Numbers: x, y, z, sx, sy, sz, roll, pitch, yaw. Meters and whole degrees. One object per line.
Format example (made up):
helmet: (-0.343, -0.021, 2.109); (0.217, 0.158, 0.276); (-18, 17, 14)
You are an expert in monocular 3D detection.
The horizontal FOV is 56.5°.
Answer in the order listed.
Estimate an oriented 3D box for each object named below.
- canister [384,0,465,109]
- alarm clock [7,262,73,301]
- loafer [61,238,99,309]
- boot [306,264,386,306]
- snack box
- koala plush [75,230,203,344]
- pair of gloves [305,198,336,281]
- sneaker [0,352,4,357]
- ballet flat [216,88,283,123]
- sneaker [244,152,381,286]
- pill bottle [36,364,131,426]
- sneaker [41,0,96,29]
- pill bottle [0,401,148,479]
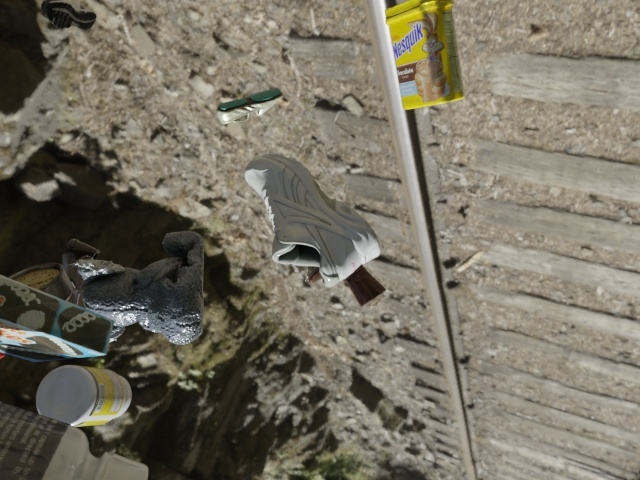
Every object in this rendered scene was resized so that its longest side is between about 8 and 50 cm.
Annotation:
canister: (0.176, -0.313, 0.999); (0.126, 0.073, 0.170); (8, 113, 58)
alarm clock: (-0.491, 0.099, 1.025); (0.192, 0.129, 0.064); (18, 131, 54)
loafer: (-0.543, 0.105, 1.366); (0.078, 0.080, 0.220); (10, 119, 1)
boot: (0.046, 0.081, 1.056); (0.114, 0.106, 0.037); (54, 177, 11)
snack box: (-0.475, 0.094, 0.822); (0.187, 0.060, 0.322); (-11, 149, 31)
koala plush: (-0.326, 0.099, 1.084); (0.221, 0.203, 0.196); (1, 115, -10)
pair of gloves: (0.000, 0.000, 1.781); (0.042, 0.204, 0.240); (14, 153, -2)
sneaker: (-0.818, 0.241, 1.445); (0.107, 0.279, 0.118); (-18, 91, 32)
ballet flat: (-0.169, -0.321, 1.438); (0.057, 0.168, 0.052); (-123, 20, -47)
sneaker: (-0.037, -0.029, 0.794); (0.232, 0.115, 0.090); (39, 160, 27)
pill bottle: (-0.478, 0.322, 1.231); (0.119, 0.119, 0.208); (20, 168, 10)
sneaker: (-0.388, -0.345, 0.899); (0.043, 0.040, 0.109); (36, -165, 3)
pill bottle: (-0.405, 0.293, 0.696); (0.361, 0.204, 0.204); (24, 156, -13)
